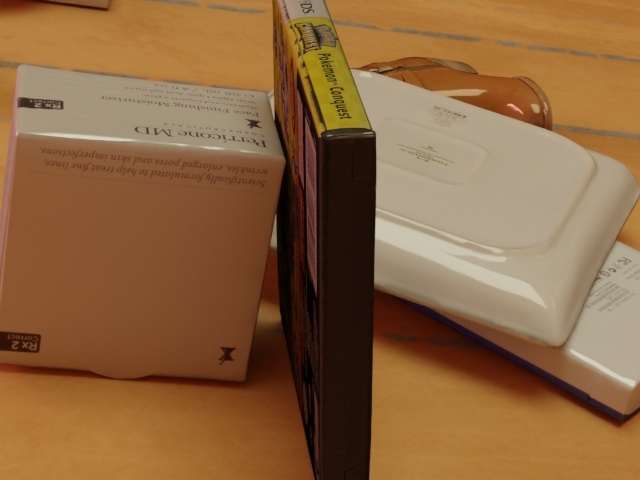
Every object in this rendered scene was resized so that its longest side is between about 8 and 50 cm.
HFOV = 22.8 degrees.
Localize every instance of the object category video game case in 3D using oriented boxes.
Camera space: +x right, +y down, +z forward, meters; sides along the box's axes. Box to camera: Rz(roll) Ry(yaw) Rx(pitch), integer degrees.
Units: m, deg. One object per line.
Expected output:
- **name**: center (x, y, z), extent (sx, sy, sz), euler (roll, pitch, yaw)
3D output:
- **video game case**: center (0.000, 0.000, 1.036), extent (0.035, 0.275, 0.248), euler (-4, 30, -7)

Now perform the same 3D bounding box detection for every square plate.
- **square plate**: center (0.078, -0.055, 1.325), extent (0.347, 0.049, 0.344), euler (20, 29, 13)

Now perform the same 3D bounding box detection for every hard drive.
- **hard drive**: center (0.161, 0.025, 1.308), extent (0.318, 0.040, 0.210), euler (28, 31, 28)

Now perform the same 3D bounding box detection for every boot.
- **boot**: center (0.118, -0.130, 1.553), extent (0.152, 0.073, 0.197), euler (-6, 20, -33)

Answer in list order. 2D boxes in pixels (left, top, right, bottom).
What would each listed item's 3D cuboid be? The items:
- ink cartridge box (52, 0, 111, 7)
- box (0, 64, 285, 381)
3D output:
- **ink cartridge box**: center (-0.343, -0.321, 1.736), extent (0.232, 0.066, 0.189), euler (9, 27, -15)
- **box**: center (-0.130, -0.011, 1.102), extent (0.181, 0.182, 0.119), euler (5, 28, -13)
